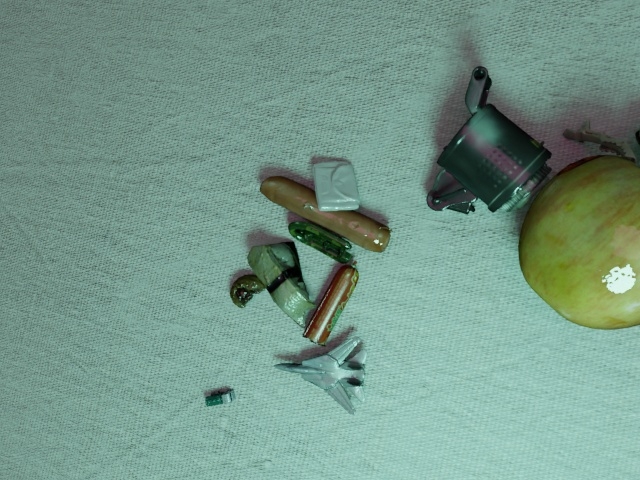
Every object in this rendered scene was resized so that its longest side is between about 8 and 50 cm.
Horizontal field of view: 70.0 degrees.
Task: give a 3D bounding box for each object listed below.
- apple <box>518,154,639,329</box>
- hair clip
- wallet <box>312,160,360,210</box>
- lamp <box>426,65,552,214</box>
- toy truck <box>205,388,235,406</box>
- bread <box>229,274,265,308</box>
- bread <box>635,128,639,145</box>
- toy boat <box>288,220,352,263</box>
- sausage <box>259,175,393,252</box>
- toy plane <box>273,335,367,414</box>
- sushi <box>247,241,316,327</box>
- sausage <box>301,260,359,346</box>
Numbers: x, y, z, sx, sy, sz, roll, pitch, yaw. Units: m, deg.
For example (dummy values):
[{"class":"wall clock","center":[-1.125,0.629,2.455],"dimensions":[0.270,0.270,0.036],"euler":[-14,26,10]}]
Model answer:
[{"class":"apple","center":[0.647,0.013,1.040],"dimensions":[0.391,0.391,0.346],"euler":[44,117,12]},{"class":"hair clip","center":[0.722,-0.251,1.153],"dimensions":[0.072,0.226,0.034],"euler":[-30,124,1]},{"class":"wallet","center":[0.044,-0.161,1.312],"dimensions":[0.124,0.032,0.183],"euler":[-4,56,-5]},{"class":"lamp","center":[0.458,-0.215,1.185],"dimensions":[0.272,0.205,0.374],"euler":[26,108,18]},{"class":"toy truck","center":[-0.303,0.477,1.379],"dimensions":[0.083,0.044,0.039],"euler":[-14,86,11]},{"class":"bread","center":[-0.228,0.147,1.381],"dimensions":[0.113,0.060,0.082],"euler":[-44,81,7]},{"class":"bread","center":[0.872,-0.229,1.107],"dimensions":[0.286,0.056,0.207],"euler":[-16,69,-29]},{"class":"toy boat","center":[0.000,0.000,1.328],"dimensions":[0.210,0.104,0.052],"euler":[27,59,11]},{"class":"sausage","center":[0.010,-0.085,1.331],"dimensions":[0.418,0.094,0.094],"euler":[28,73,13]},{"class":"toy plane","center":[-0.001,0.371,1.307],"dimensions":[0.267,0.088,0.212],"euler":[1,85,20]},{"class":"sushi","center":[-0.115,0.122,1.307],"dimensions":[0.134,0.109,0.273],"euler":[-26,67,10]},{"class":"sausage","center":[0.038,0.173,1.313],"dimensions":[0.083,0.083,0.264],"euler":[29,91,13]}]
